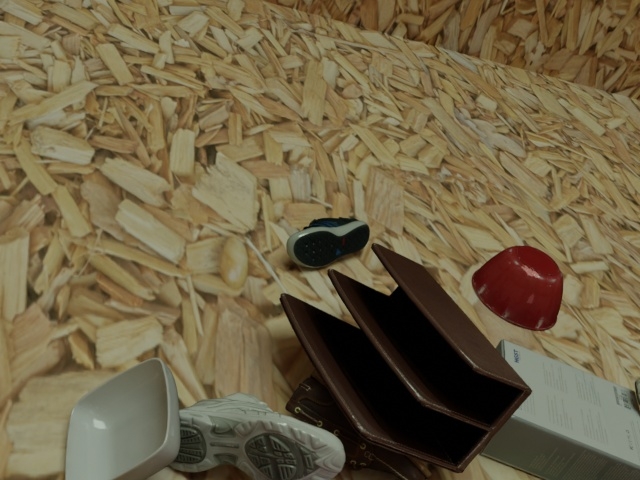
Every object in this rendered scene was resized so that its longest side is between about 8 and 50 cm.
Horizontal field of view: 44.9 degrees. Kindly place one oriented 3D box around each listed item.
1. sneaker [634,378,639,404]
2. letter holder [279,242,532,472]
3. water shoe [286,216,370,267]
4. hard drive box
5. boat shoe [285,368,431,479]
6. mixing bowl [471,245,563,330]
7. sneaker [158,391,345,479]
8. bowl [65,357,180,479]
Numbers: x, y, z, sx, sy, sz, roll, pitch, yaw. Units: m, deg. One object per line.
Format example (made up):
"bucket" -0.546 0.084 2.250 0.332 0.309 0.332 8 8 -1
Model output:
"sneaker" 0.595 0.310 1.172 0.279 0.118 0.107 54 28 -2
"letter holder" 0.097 0.135 1.055 0.214 0.152 0.302 27 17 -36
"water shoe" 0.000 0.000 1.385 0.080 0.073 0.203 20 20 40
"hard drive box" 0.363 0.272 1.172 0.232 0.089 0.181 23 31 -2
"boat shoe" 0.047 0.261 1.014 0.207 0.073 0.073 39 71 9
"mixing bowl" 0.392 0.074 1.477 0.181 0.098 0.181 17 32 -11
"sneaker" -0.074 0.223 0.922 0.232 0.091 0.115 7 18 18
"bowl" -0.214 0.216 0.871 0.053 0.142 0.142 50 15 -39
